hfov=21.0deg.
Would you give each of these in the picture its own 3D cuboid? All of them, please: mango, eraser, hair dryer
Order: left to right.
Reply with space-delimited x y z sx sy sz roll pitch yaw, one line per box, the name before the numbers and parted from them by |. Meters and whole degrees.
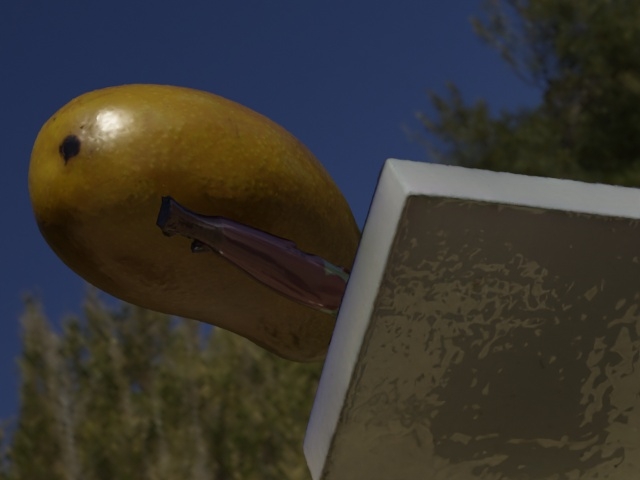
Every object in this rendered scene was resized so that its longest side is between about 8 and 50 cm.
mango | -0.057 -0.007 0.943 0.136 0.099 0.227 -38 -53 23
hair dryer | -0.004 0.006 0.834 0.154 0.054 0.106 12 -86 -21
eraser | 0.078 0.033 0.510 0.150 0.023 0.104 6 -62 -18
